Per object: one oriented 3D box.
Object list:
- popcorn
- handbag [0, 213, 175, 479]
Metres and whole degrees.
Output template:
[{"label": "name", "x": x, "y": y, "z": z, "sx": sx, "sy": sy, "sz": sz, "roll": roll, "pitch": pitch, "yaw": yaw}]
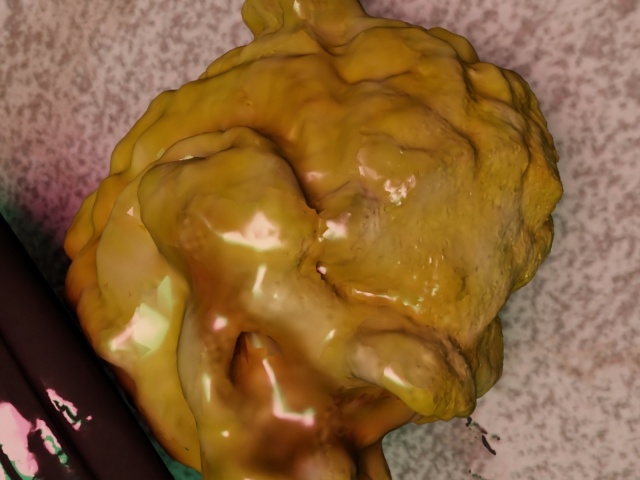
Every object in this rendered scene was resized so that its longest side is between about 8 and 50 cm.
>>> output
[{"label": "popcorn", "x": 0.000, "y": 0.000, "z": 0.491, "sx": 0.242, "sy": 0.235, "sz": 0.250, "roll": 36, "pitch": 100, "yaw": 24}, {"label": "handbag", "x": -0.166, "y": 0.088, "z": 0.535, "sx": 0.093, "sy": 0.308, "sz": 0.253, "roll": -34, "pitch": 125, "yaw": -14}]
